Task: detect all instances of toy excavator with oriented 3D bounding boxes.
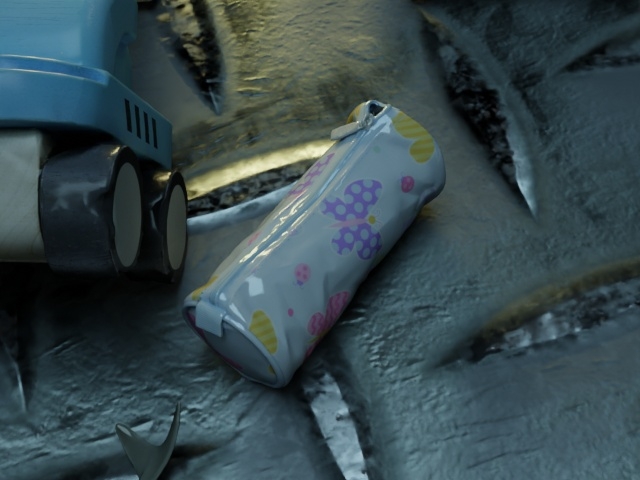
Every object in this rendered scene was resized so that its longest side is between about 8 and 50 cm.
[{"bbox_3d":[-0.235,-0.183,0.870,0.222,0.433,0.445,1,87,5],"label":"toy excavator"}]

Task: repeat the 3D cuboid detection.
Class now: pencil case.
[{"bbox_3d":[0.000,0.000,0.822,0.113,0.124,0.273,31,66,20],"label":"pencil case"}]

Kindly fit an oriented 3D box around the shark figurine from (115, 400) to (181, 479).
[{"bbox_3d":[-0.212,0.239,0.691,0.278,0.116,0.166,-19,74,-23],"label":"shark figurine"}]
